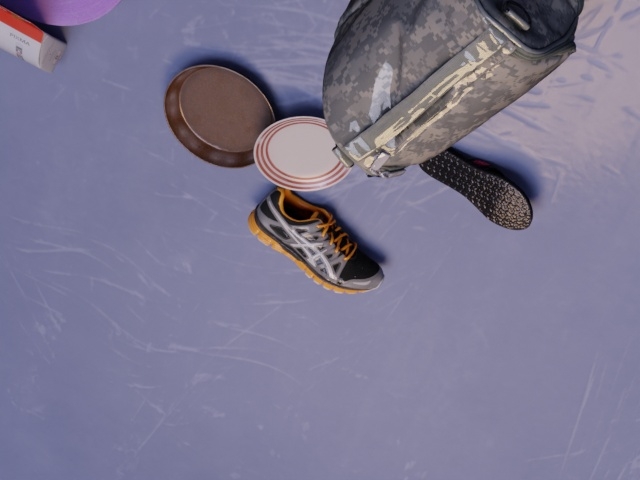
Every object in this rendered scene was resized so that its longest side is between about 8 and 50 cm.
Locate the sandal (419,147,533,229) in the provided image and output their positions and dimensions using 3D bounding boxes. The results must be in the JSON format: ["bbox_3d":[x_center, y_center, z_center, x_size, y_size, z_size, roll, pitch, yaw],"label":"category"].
[{"bbox_3d":[0.214,-0.080,1.870,0.179,0.040,0.067,35,127,13],"label":"sandal"}]

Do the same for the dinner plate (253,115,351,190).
[{"bbox_3d":[-0.022,-0.123,1.925,0.141,0.017,0.141,1,135,1],"label":"dinner plate"}]

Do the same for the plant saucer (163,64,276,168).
[{"bbox_3d":[-0.136,-0.177,1.942,0.168,0.029,0.168,12,129,15],"label":"plant saucer"}]

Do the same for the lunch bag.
[{"bbox_3d":[0.147,-0.231,1.622,0.212,0.256,0.305,41,133,-13],"label":"lunch bag"}]

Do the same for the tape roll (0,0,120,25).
[{"bbox_3d":[-0.348,-0.420,1.801,0.274,0.090,0.275,11,130,14],"label":"tape roll"}]

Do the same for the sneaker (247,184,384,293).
[{"bbox_3d":[0.000,0.000,1.990,0.215,0.084,0.083,30,127,-1],"label":"sneaker"}]

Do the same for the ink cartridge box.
[{"bbox_3d":[-0.453,-0.298,1.863,0.189,0.232,0.066,29,95,0],"label":"ink cartridge box"}]
